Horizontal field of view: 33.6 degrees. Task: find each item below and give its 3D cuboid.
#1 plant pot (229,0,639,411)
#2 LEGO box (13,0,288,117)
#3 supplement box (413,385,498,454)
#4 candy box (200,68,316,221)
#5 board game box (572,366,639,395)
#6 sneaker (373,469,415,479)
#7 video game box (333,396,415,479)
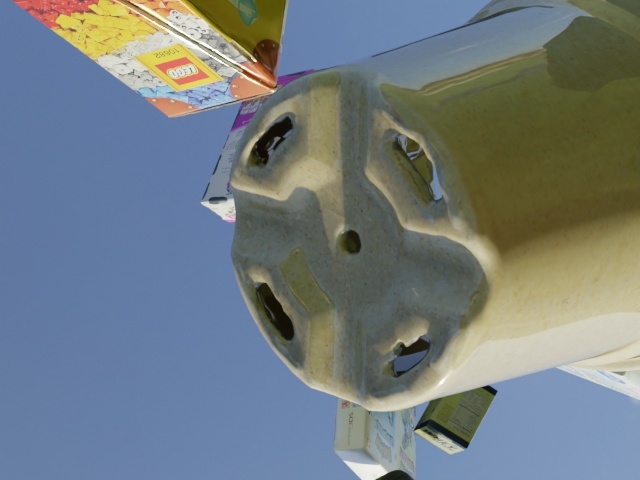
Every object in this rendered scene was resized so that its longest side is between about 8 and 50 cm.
[{"bbox_3d":[0.114,-0.023,0.771,0.305,0.333,0.334,-17,-88,-44],"label":"plant pot"},{"bbox_3d":[-0.202,-0.478,1.383,0.372,0.193,0.500,37,-127,-50],"label":"LEGO box"},{"bbox_3d":[0.166,0.212,1.310,0.056,0.083,0.083,32,-108,2],"label":"supplement box"},{"bbox_3d":[-0.079,-0.147,1.678,0.071,0.159,0.233,37,-116,-37],"label":"candy box"},{"bbox_3d":[0.409,0.172,1.702,0.318,0.318,0.066,29,-97,-51],"label":"board game box"},{"bbox_3d":[0.153,0.418,1.146,0.158,0.410,0.182,-41,-64,5],"label":"sneaker"},{"bbox_3d":[0.075,0.223,1.385,0.205,0.048,0.187,54,-145,-51],"label":"video game box"}]
